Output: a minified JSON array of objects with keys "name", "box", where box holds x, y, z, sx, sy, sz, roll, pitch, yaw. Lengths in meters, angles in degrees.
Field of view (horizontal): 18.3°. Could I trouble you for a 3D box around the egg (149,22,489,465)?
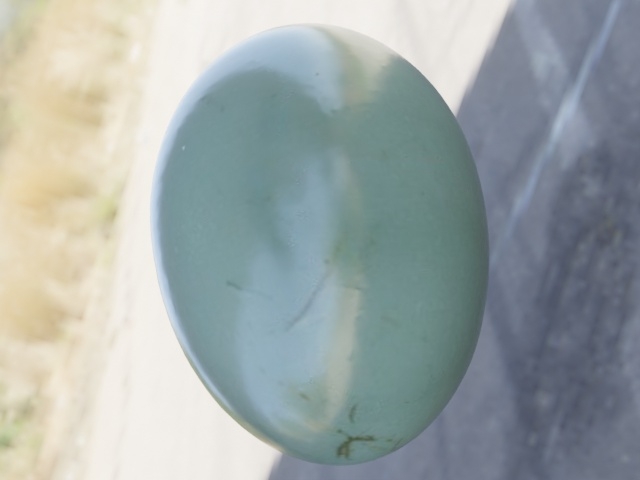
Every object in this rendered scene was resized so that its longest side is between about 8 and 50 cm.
[{"name":"egg","box":[0.000,0.000,0.992,0.168,0.168,0.231,124,142,-59]}]
